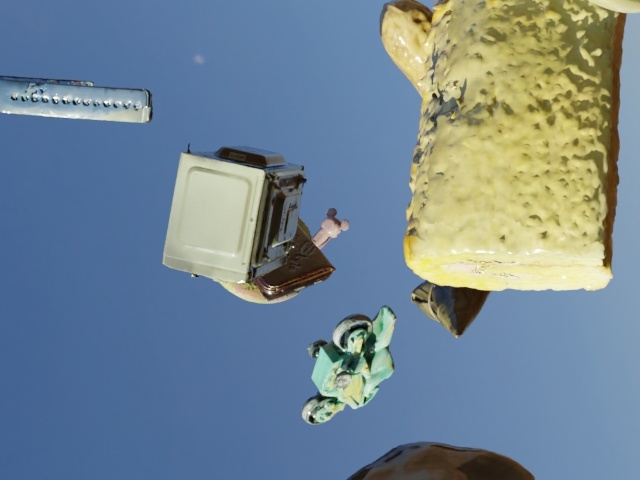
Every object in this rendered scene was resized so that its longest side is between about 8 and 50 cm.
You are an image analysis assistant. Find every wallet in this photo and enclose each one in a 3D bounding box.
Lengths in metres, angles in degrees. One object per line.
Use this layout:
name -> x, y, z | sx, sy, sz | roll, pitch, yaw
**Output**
wallet -> -0.084, -0.006, 1.588 | 0.121, 0.031, 0.232 | -18, -132, -26

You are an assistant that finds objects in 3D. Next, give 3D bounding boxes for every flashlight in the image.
flashlight -> 0.000, 0.000, 1.692 | 0.052, 0.110, 0.031 | 43, -176, 28

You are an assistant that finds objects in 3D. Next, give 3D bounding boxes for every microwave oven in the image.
microwave oven -> -0.101, -0.036, 1.329 | 0.205, 0.129, 0.163 | -29, -48, -76

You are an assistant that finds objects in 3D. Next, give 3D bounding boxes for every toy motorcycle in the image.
toy motorcycle -> 0.073, 0.253, 2.048 | 0.198, 0.297, 0.109 | -12, -135, -29

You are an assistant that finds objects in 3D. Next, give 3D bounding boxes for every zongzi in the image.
zongzi -> 0.234, 0.054, 1.504 | 0.084, 0.187, 0.184 | 42, 180, -13

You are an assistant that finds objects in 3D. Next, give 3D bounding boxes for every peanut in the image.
peanut -> 0.169, -0.263, 1.504 | 0.226, 0.095, 0.108 | 48, 176, -17

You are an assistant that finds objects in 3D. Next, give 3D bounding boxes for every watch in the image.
watch -> -0.405, -0.194, 1.411 | 0.274, 0.276, 0.068 | 2, -81, -31

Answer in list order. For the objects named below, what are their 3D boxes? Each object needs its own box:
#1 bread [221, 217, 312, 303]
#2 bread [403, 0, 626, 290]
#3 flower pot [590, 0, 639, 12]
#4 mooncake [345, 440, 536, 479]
bread -> -0.112, 0.013, 1.955 | 0.228, 0.033, 0.229 | 10, -117, -20
bread -> 0.221, -0.137, 1.172 | 0.165, 0.236, 0.376 | 50, -134, -62
flower pot -> 0.335, -0.372, 0.985 | 0.307, 0.244, 0.308 | 15, -124, -23
mooncake -> 0.123, 0.375, 1.142 | 0.306, 0.306, 0.154 | -68, -25, -50
